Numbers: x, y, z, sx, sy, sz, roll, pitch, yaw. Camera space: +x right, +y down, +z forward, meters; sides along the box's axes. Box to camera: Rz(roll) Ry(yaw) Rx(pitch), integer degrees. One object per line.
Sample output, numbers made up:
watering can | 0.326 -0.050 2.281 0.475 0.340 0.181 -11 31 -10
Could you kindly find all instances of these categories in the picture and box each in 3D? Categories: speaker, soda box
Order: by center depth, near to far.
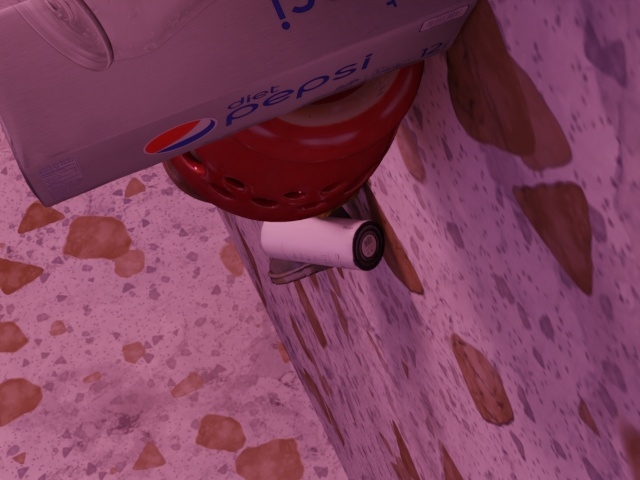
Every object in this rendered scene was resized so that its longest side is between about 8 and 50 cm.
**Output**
soda box | -0.057 -0.124 0.666 0.091 0.286 0.098 117 130 -78
speaker | 0.000 0.000 1.183 0.136 0.055 0.055 6 125 42

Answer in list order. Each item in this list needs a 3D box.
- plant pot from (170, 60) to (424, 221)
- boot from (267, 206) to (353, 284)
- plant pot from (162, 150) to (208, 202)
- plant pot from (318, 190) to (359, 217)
plant pot | -0.026 -0.122 0.808 0.174 0.191 0.191 124 122 -76
boot | -0.037 -0.063 1.276 0.189 0.076 0.208 -24 97 48
plant pot | -0.125 -0.149 1.476 0.167 0.167 0.165 66 162 6
plant pot | 0.000 -0.073 1.149 0.083 0.081 0.081 53 169 8
